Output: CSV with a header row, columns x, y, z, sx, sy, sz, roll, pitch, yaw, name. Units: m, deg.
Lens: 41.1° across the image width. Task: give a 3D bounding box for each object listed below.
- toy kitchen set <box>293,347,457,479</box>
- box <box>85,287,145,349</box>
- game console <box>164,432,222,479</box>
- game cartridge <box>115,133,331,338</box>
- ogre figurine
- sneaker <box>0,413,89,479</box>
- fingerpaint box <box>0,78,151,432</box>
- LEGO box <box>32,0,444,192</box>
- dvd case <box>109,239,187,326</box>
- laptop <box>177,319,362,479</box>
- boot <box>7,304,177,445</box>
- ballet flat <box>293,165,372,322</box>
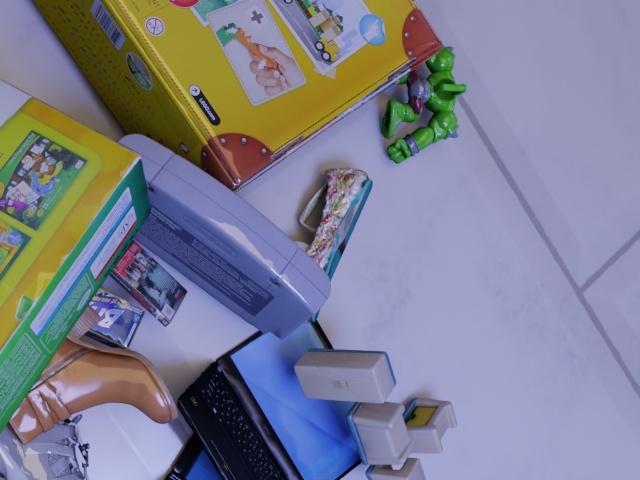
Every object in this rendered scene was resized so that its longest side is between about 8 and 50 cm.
x,y,z,sx,sy,sz,roll,pitch,yaw,name
0.082,0.210,1.156,0.166,0.122,0.207,-44,123,-48,toy kitchen set
-0.302,0.074,1.031,0.169,0.059,0.054,28,70,-19,box
-0.116,0.319,1.072,0.144,0.124,0.085,38,94,-15,game console
-0.130,0.000,1.020,0.297,0.198,0.062,37,59,-4,game cartridge
0.150,-0.219,1.282,0.118,0.097,0.197,-3,72,-15,ogre figurine
-0.303,0.253,0.976,0.115,0.105,0.281,-44,101,-25,sneaker
-0.447,0.033,0.848,0.371,0.163,0.445,28,69,4,fingerpaint box
-0.141,-0.340,1.077,0.372,0.193,0.500,-37,97,-28,LEGO box
-0.222,0.046,1.070,0.119,0.013,0.087,44,21,-13,dvd case
-0.036,0.234,1.085,0.136,0.264,0.234,-31,92,10,laptop
-0.271,0.173,0.952,0.197,0.073,0.152,43,58,1,boot
0.000,0.000,1.191,0.077,0.091,0.241,19,66,9,ballet flat
